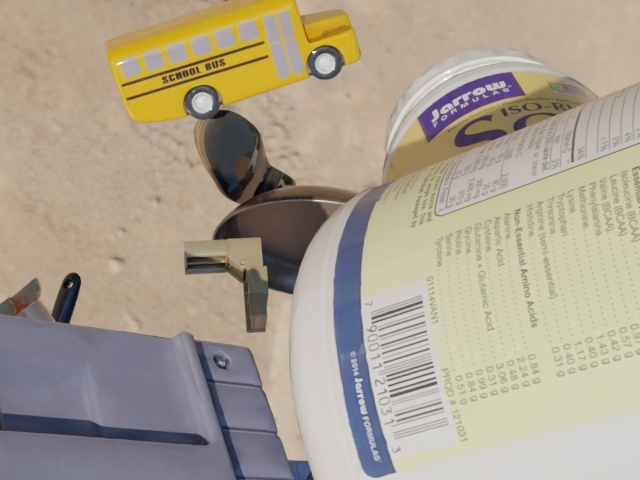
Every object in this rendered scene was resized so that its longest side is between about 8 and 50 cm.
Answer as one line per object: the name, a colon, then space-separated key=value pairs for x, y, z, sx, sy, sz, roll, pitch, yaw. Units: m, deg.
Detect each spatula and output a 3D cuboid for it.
spatula: x=-0.359 y=0.185 z=1.609 sx=0.030 sy=0.084 sz=0.297 roll=23 pitch=79 yaw=-63

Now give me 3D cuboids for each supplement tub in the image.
supplement tub: x=0.187 y=-0.016 z=1.122 sx=0.241 sy=0.331 sz=0.241 roll=-5 pitch=123 yaw=-7
supplement tub: x=0.176 y=0.041 z=0.540 sx=0.235 sy=0.324 sz=0.235 roll=41 pitch=38 yaw=-43

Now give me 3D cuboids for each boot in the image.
boot: x=-0.144 y=-0.119 z=1.905 sx=0.112 sy=0.115 sz=0.305 roll=-60 pitch=154 yaw=-11

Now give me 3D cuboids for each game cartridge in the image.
game cartridge: x=-0.155 y=0.143 z=0.703 sx=0.355 sy=0.068 sz=0.230 roll=12 pitch=39 yaw=-41

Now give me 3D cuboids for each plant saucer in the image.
plant saucer: x=0.000 y=0.000 z=1.779 sx=0.310 sy=0.310 sz=0.050 roll=29 pitch=54 yaw=-36

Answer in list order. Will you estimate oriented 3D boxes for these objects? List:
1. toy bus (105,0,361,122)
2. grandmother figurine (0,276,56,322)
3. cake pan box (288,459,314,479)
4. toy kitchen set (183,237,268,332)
toy bus: x=-0.120 y=-0.261 z=1.708 sx=0.332 sy=0.108 sz=0.130 roll=-19 pitch=113 yaw=-3
grandmother figurine: x=-0.262 y=0.209 z=1.426 sx=0.342 sy=0.104 sz=0.208 roll=49 pitch=31 yaw=-5
cake pan box: x=0.040 y=0.514 z=2.137 sx=0.245 sy=0.070 sz=0.267 roll=5 pitch=55 yaw=-31
toy kitchen set: x=-0.089 y=0.051 z=1.154 sx=0.075 sy=0.068 sz=0.083 roll=-3 pitch=58 yaw=-7
